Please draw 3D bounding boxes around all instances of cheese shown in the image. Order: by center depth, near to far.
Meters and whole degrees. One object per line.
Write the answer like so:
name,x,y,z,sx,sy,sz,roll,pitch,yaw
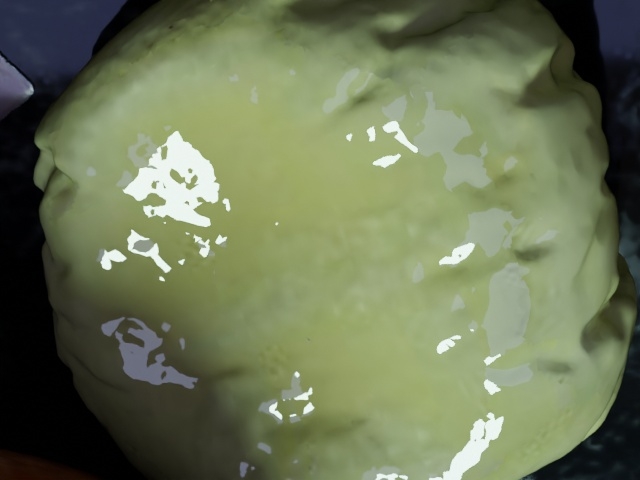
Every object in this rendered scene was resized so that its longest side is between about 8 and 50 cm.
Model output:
cheese,0.000,0.000,0.701,0.226,0.117,0.214,-11,106,16

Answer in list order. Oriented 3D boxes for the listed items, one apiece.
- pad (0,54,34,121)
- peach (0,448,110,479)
pad,-0.217,-0.041,0.765,0.188,0.006,0.113,-40,103,20
peach,-0.170,0.248,0.688,0.388,0.388,0.388,2,114,6
